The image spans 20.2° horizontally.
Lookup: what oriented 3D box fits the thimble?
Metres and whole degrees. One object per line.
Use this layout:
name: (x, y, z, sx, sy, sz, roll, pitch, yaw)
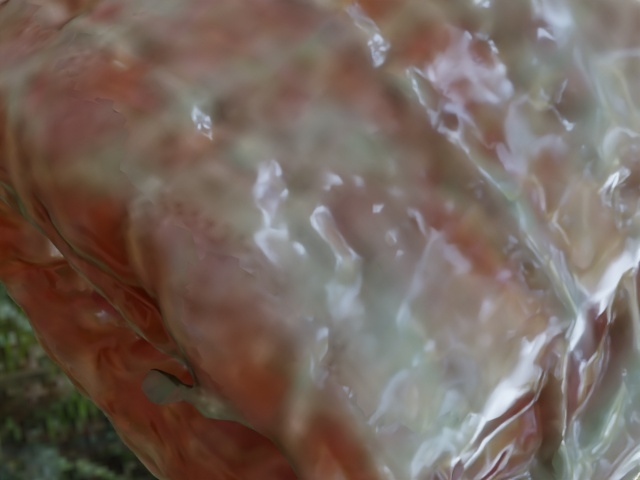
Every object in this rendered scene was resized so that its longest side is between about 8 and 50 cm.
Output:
thimble: (0.000, 0.000, 0.526, 0.239, 0.162, 0.239, 45, -16, 17)
